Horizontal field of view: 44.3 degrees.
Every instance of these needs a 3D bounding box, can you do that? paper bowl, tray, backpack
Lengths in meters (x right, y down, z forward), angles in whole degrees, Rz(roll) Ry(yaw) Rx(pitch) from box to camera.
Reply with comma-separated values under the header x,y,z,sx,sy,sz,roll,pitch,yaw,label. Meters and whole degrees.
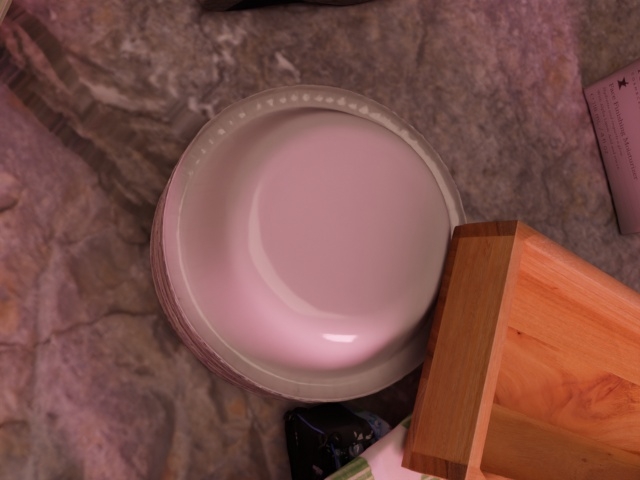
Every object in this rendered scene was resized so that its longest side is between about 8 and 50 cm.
x,y,z,sx,sy,sz,roll,pitch,yaw,label
0.000,0.000,0.697,0.284,0.148,0.284,4,78,-18,paper bowl
0.258,0.151,0.724,0.411,0.076,0.202,25,72,-36,tray
0.024,0.207,0.692,0.084,0.105,0.114,-7,95,-23,backpack

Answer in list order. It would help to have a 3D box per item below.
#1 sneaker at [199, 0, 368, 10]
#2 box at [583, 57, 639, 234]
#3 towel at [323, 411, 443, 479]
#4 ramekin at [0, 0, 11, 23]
x,y,z,sx,sy,sz,roll,pitch,yaw,label
-0.017,-0.319,0.777,0.226,0.086,0.163,-7,86,-18,sneaker
0.417,-0.115,0.868,0.182,0.119,0.180,-11,84,-20,box
0.061,0.275,0.641,0.325,0.038,0.247,-26,109,-38,towel
-0.357,-0.259,0.572,0.304,0.148,0.303,19,51,-25,ramekin
